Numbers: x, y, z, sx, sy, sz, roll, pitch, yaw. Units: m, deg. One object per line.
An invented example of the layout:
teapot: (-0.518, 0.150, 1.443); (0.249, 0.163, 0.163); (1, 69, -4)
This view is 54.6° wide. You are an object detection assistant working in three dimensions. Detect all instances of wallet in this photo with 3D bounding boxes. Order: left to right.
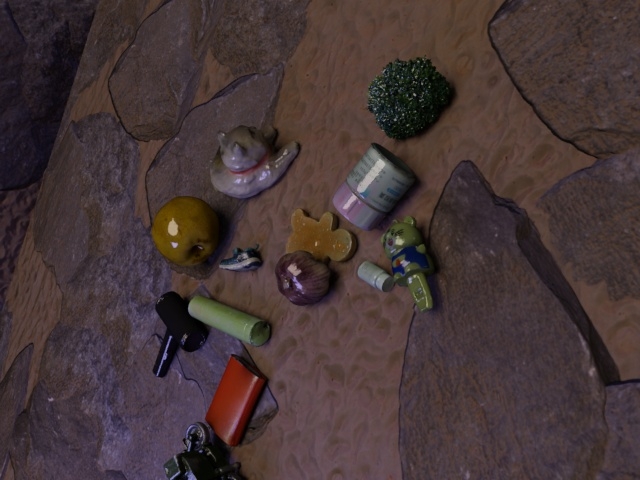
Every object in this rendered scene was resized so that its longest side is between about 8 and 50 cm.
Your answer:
wallet: (-0.230, 0.425, 1.662); (0.142, 0.045, 0.204); (28, 98, 42)

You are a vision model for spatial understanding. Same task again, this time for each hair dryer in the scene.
hair dryer: (-0.451, 0.313, 1.889); (0.197, 0.089, 0.251); (41, 115, 39)

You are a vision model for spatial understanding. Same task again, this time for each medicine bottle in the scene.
medicine bottle: (0.122, -0.122, 1.442); (0.168, 0.135, 0.135); (-50, 50, 19)
medicine bottle: (0.128, 0.083, 1.434); (0.083, 0.047, 0.047); (32, 100, 42)

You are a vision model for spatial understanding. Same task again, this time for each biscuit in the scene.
biscuit: (0.000, 0.000, 1.588); (0.234, 0.030, 0.153); (10, 89, 44)

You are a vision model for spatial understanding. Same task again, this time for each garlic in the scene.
garlic: (-0.052, 0.096, 1.540); (0.159, 0.102, 0.147); (17, 127, 39)

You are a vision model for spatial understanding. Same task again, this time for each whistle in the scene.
whistle: (0.195, 0.051, 1.357); (0.105, 0.085, 0.227); (-40, 54, 39)

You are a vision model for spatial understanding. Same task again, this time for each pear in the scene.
pear: (-0.401, -0.035, 1.852); (0.209, 0.209, 0.209); (-14, 68, 39)

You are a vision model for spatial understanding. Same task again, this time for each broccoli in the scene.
broccoli: (0.198, -0.348, 1.457); (0.194, 0.194, 0.220); (51, 135, 39)

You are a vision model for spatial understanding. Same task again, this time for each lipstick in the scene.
lipstick: (-0.258, 0.220, 1.730); (0.304, 0.076, 0.076); (15, 88, 45)

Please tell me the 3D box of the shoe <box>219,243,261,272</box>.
shoe: (-0.231, 0.053, 1.763); (0.143, 0.064, 0.071); (-14, 69, 36)

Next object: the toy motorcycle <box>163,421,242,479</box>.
toy motorcycle: (-0.310, 0.600, 1.569); (0.275, 0.205, 0.127); (45, 109, 28)

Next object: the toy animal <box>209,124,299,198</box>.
toy animal: (-0.256, -0.244, 1.804); (0.308, 0.188, 0.266); (44, 117, 37)
